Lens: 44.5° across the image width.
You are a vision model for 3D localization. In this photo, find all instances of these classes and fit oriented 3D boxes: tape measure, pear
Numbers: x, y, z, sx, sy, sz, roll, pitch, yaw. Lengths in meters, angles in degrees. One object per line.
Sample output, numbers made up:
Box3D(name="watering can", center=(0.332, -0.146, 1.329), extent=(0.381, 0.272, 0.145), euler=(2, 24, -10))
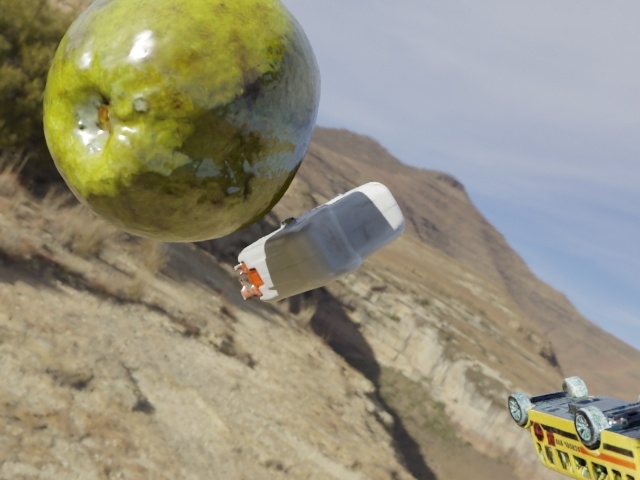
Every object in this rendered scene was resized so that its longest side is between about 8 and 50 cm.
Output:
Box3D(name="tape measure", center=(0.000, 0.000, 1.377), extent=(0.130, 0.265, 0.258), euler=(59, -29, -4))
Box3D(name="pear", center=(-0.170, -0.174, 0.998), extent=(0.352, 0.351, 0.413), euler=(32, 24, 10))

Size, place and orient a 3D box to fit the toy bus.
Box3D(name="toy bus", center=(0.388, 0.272, 1.089), extent=(0.121, 0.122, 0.335), euler=(-10, -2, -13))
